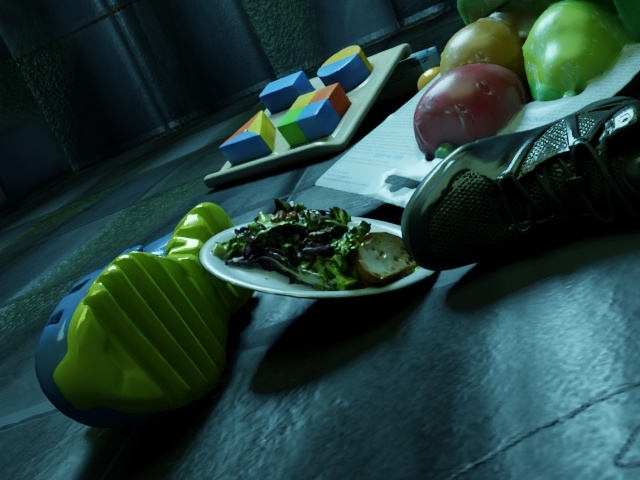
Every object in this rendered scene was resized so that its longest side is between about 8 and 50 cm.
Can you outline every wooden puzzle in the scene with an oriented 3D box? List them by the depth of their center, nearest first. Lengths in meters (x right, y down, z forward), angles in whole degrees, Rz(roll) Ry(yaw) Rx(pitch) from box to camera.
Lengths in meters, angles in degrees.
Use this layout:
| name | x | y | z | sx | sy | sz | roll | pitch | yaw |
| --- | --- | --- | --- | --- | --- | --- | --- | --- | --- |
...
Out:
| name | x | y | z | sx | sy | sz | roll | pitch | yaw |
| --- | --- | --- | --- | --- | --- | --- | --- | --- | --- |
| wooden puzzle | -0.032 | -0.242 | 1.458 | 0.322 | 0.081 | 0.348 | -11 | 32 | 42 |

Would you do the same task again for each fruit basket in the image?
| name | x | y | z | sx | sy | sz | roll | pitch | yaw |
| --- | --- | --- | --- | --- | --- | --- | --- | --- | --- |
| fruit basket | 0.192 | -0.142 | 0.814 | 0.353 | 0.165 | 0.327 | -46 | 24 | -11 |

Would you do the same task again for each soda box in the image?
| name | x | y | z | sx | sy | sz | roll | pitch | yaw |
| --- | --- | --- | --- | --- | --- | --- | --- | --- | --- |
| soda box | 0.151 | -0.315 | 1.553 | 0.183 | 0.063 | 0.058 | -6 | 26 | 49 |

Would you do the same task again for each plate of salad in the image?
| name | x | y | z | sx | sy | sz | roll | pitch | yaw |
| --- | --- | --- | --- | --- | --- | --- | --- | --- | --- |
| plate of salad | 0.000 | 0.000 | 0.664 | 0.199 | 0.048 | 0.200 | 0 | 19 | 0 |

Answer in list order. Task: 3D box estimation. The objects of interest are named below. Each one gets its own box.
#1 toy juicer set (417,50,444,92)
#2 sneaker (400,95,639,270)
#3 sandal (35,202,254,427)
| name | x | y | z | sx | sy | sz | roll | pitch | yaw |
| --- | --- | --- | --- | --- | --- | --- | --- | --- | --- |
| toy juicer set | 0.296 | -0.301 | 1.276 | 0.329 | 0.090 | 0.209 | -35 | 0 | -22 |
| sneaker | 0.169 | -0.043 | 0.572 | 0.227 | 0.087 | 0.130 | -22 | 8 | -8 |
| sandal | -0.149 | 0.068 | 0.661 | 0.138 | 0.126 | 0.317 | -26 | 7 | 13 |
